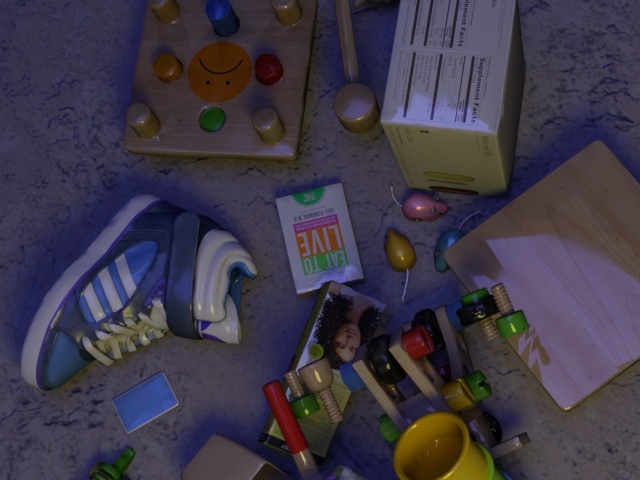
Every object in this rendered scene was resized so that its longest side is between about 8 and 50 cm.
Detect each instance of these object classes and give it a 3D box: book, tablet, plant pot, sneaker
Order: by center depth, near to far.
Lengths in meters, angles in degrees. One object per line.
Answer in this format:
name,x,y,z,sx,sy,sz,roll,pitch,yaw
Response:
plant pot,-0.115,0.313,1.650,0.096,0.109,0.109,37,84,32
sneaker,-0.229,0.107,1.714,0.236,0.130,0.323,29,76,22
tablet,-0.240,0.223,1.748,0.083,0.006,0.054,-30,70,1
book,0.000,0.000,1.755,0.096,0.035,0.144,-15,70,3

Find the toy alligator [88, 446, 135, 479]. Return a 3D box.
toy alligator,-0.310,0.358,1.698,0.056,0.051,0.189,31,82,18

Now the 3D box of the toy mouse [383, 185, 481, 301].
toy mouse,0.151,-0.016,1.726,0.143,0.031,0.161,-20,71,5

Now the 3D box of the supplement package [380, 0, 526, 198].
supplement package,0.180,-0.192,1.650,0.145,0.262,0.204,6,76,14

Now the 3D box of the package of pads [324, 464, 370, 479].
package of pads,0.032,0.427,1.482,0.229,0.101,0.296,32,115,-3

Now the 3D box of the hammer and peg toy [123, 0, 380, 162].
hammer and peg toy,-0.086,-0.239,1.791,0.361,0.127,0.266,2,72,12

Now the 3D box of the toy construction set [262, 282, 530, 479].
toy construction set,0.115,0.221,1.548,0.309,0.257,0.237,-23,88,-4

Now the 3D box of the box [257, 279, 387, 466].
box,0.002,0.174,1.672,0.087,0.058,0.232,24,80,-10

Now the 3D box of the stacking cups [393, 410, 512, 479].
stacking cups,0.198,0.317,1.484,0.096,0.316,0.096,-22,43,22

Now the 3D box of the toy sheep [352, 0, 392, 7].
toy sheep,0.093,-0.384,1.822,0.091,0.091,0.132,45,100,19

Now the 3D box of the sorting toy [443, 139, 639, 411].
sorting toy,0.337,0.051,1.639,0.255,0.089,0.257,-36,71,0
